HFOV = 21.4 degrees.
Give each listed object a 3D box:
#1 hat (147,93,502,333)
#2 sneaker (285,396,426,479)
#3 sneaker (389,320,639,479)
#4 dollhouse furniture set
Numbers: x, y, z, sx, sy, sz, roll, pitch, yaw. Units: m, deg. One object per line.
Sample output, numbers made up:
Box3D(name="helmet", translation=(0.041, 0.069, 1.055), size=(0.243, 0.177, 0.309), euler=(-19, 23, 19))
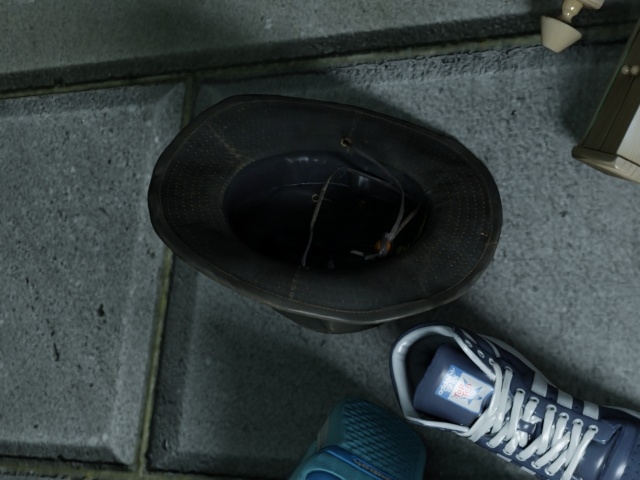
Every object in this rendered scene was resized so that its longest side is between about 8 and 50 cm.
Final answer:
Box3D(name="hat", translation=(0.000, 0.000, 1.614), size=(0.331, 0.331, 0.134), euler=(50, 148, 34))
Box3D(name="sneaker", translation=(-0.005, 0.282, 1.495), size=(0.127, 0.319, 0.208), euler=(33, 108, 4))
Box3D(name="sneaker", translation=(0.179, 0.156, 1.455), size=(0.282, 0.153, 0.099), euler=(31, 97, 38))
Box3D(name="dollhouse furniture set", translation=(0.160, -0.197, 1.436), size=(0.173, 0.355, 0.303), euler=(-65, 13, 2))
